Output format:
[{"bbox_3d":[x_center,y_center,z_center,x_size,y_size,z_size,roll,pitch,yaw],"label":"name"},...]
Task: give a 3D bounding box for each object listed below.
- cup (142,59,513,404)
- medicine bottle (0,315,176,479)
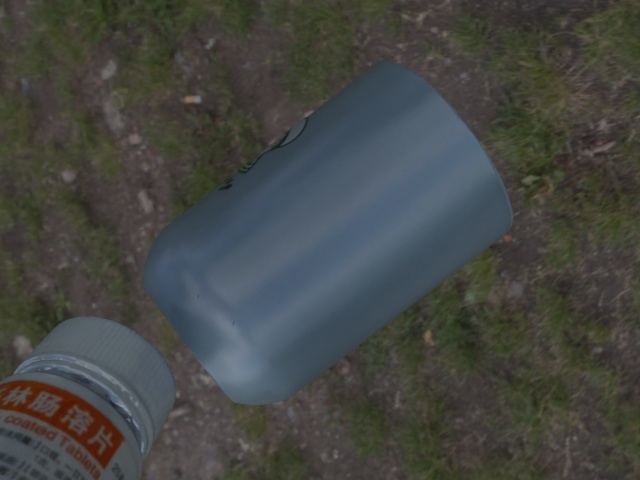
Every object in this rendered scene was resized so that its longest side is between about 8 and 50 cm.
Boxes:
[{"bbox_3d":[0.000,0.000,0.872,0.312,0.205,0.205,-37,75,-9],"label":"cup"},{"bbox_3d":[-0.214,0.180,0.703,0.144,0.252,0.145,9,122,15],"label":"medicine bottle"}]
